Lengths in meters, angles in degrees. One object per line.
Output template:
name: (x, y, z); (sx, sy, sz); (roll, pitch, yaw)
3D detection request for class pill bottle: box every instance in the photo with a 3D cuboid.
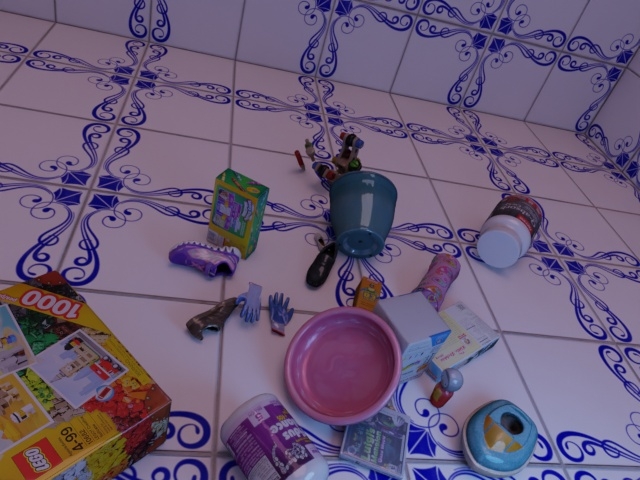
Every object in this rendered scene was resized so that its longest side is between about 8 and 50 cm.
pill bottle: (-0.087, 0.519, 1.230); (0.169, 0.169, 0.301); (-20, 51, -39)
pill bottle: (0.806, -0.039, 2.266); (0.210, 0.210, 0.363); (31, 39, 16)

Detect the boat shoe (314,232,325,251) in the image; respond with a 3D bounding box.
boat shoe: (0.000, 0.000, 2.022); (0.035, 0.035, 0.100); (5, 40, -17)

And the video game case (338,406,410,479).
video game case: (0.150, 0.524, 1.422); (0.173, 0.022, 0.190); (20, 38, 2)

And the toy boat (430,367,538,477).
toy boat: (0.454, 0.503, 1.493); (0.318, 0.148, 0.267); (38, 42, 23)

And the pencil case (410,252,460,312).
pencil case: (0.418, 0.156, 1.936); (0.124, 0.124, 0.284); (30, 40, 15)

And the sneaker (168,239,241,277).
sneaker: (-0.378, 0.070, 1.738); (0.236, 0.095, 0.104); (7, 46, -17)

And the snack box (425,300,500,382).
snack box: (0.433, 0.329, 1.772); (0.322, 0.060, 0.187); (-17, 49, -37)

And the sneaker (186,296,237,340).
sneaker: (-0.312, 0.237, 1.590); (0.188, 0.066, 0.071); (-27, 76, -41)

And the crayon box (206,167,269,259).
crayon box: (-0.286, -0.087, 1.811); (0.165, 0.278, 0.081); (26, 39, 10)

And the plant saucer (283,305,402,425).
plant saucer: (0.065, 0.349, 1.472); (0.332, 0.084, 0.332); (-9, 57, 14)

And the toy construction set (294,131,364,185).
toy construction set: (0.057, -0.327, 2.370); (0.308, 0.237, 0.257); (9, 65, 15)

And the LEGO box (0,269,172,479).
LEGO box: (-0.644, 0.343, 1.196); (0.500, 0.193, 0.372); (38, 41, 23)

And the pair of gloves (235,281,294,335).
pair of gloves: (-0.172, 0.209, 1.660); (0.198, 0.023, 0.159); (27, 38, -19)

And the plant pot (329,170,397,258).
plant pot: (0.157, -0.083, 2.023); (0.271, 0.272, 0.255); (13, 51, -7)

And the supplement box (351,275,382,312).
supplement box: (0.148, 0.224, 1.771); (0.078, 0.080, 0.233); (20, 35, -1)

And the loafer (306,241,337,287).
loafer: (0.007, 0.082, 1.887); (0.076, 0.078, 0.223); (23, 38, 7)

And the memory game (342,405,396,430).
memory game: (0.128, 0.485, 1.491); (0.186, 0.012, 0.186); (11, 38, -9)

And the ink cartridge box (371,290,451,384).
ink cartridge box: (0.238, 0.300, 1.586); (0.171, 0.233, 0.168); (-9, 47, -32)
